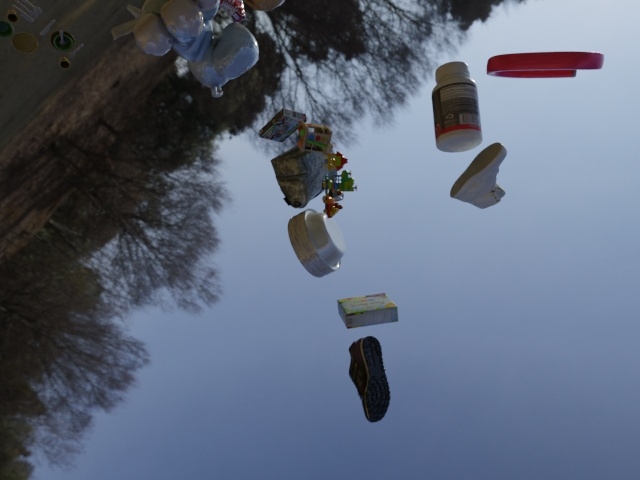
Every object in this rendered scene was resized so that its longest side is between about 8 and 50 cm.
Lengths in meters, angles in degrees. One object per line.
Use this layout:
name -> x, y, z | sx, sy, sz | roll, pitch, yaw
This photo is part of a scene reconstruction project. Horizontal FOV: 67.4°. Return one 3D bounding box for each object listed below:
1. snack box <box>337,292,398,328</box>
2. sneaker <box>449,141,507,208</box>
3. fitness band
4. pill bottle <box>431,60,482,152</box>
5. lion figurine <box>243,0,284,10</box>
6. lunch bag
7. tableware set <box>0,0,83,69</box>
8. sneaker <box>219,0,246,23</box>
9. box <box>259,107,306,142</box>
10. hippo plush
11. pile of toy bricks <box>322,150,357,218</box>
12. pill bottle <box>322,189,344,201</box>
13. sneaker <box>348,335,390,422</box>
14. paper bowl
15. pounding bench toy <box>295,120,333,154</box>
snack box -> 0.185, 0.278, 1.912 | 0.207, 0.070, 0.174 | -8, -167, -7
sneaker -> 0.638, -0.233, 1.795 | 0.292, 0.169, 0.108 | 125, -16, -51
fitness band -> 0.604, -0.476, 1.306 | 0.291, 0.054, 0.209 | 9, -163, 30
pill bottle -> 0.523, -0.517, 1.857 | 0.176, 0.176, 0.318 | -14, -107, 45
lion figurine -> -0.088, -0.696, 1.208 | 0.392, 0.240, 0.142 | -31, 179, 42
lunch bag -> -0.062, -0.318, 2.280 | 0.213, 0.256, 0.305 | -2, -153, 41
tableware set -> -0.591, -0.422, 1.008 | 0.104, 0.154, 0.024 | -37, -124, 11
sneaker -> -0.253, -0.638, 1.317 | 0.042, 0.067, 0.118 | -22, 174, 42
box -> -0.161, -0.482, 2.020 | 0.207, 0.114, 0.036 | -26, -115, 52
hippo plush -> -0.274, -0.422, 1.051 | 0.294, 0.236, 0.234 | -16, -132, 27
pile of toy bricks -> 0.067, -0.180, 1.559 | 0.105, 0.212, 0.118 | 1, -172, 14
pill bottle -> 0.048, -0.169, 1.867 | 0.083, 0.043, 0.043 | -13, -139, 37
sneaker -> 0.160, 0.484, 1.670 | 0.124, 0.107, 0.283 | -32, -127, 50
paper bowl -> 0.000, 0.000, 1.993 | 0.148, 0.284, 0.284 | -27, -148, 19
pounding bench toy -> -0.013, -0.210, 1.003 | 0.083, 0.065, 0.052 | -117, -144, -56
